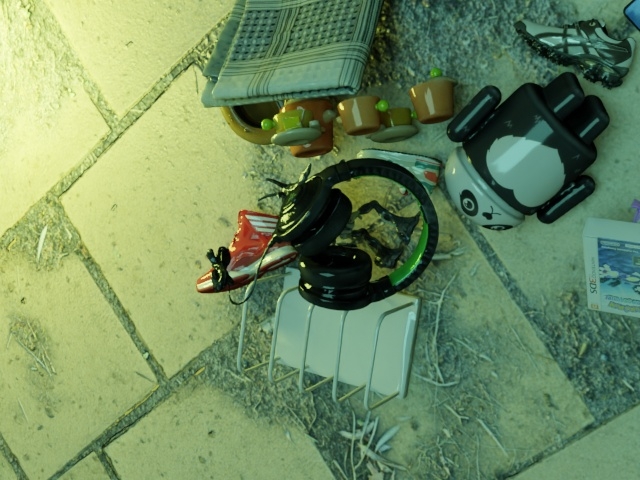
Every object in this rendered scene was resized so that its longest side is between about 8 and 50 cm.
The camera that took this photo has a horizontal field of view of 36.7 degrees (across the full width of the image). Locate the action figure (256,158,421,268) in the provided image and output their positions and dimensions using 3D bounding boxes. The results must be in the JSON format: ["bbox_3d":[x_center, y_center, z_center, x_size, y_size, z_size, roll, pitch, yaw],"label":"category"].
[{"bbox_3d":[0.031,-0.053,1.733,0.276,0.141,0.164,25,117,1],"label":"action figure"}]

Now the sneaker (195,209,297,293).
[{"bbox_3d":[-0.157,0.016,1.884,0.221,0.087,0.128,-23,76,15],"label":"sneaker"}]

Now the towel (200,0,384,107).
[{"bbox_3d":[-0.049,-0.370,1.695,0.324,0.056,0.312,-2,57,28],"label":"towel"}]

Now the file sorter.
[{"bbox_3d":[0.013,0.178,1.751,0.278,0.173,0.192,13,102,25],"label":"file sorter"}]

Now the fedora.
[{"bbox_3d":[-0.103,-0.280,1.814,0.194,0.079,0.194,7,106,24],"label":"fedora"}]

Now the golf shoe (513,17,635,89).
[{"bbox_3d":[0.411,-0.323,1.555,0.198,0.077,0.093,30,97,14],"label":"golf shoe"}]

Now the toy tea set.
[{"bbox_3d":[0.066,-0.236,1.660,0.336,0.200,0.124,-9,83,2],"label":"toy tea set"}]

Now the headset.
[{"bbox_3d":[0.000,0.000,1.636,0.394,0.185,0.243,-21,113,1],"label":"headset"}]

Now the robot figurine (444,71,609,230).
[{"bbox_3d":[0.329,-0.139,1.552,0.278,0.174,0.209,-43,68,24],"label":"robot figurine"}]

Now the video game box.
[{"bbox_3d":[0.513,0.052,1.489,0.205,0.048,0.187,9,144,27],"label":"video game box"}]

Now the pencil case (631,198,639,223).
[{"bbox_3d":[0.583,-0.006,1.483,0.206,0.086,0.088,9,134,25],"label":"pencil case"}]

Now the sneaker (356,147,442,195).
[{"bbox_3d":[0.135,-0.121,1.720,0.161,0.057,0.075,11,95,23],"label":"sneaker"}]

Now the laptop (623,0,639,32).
[{"bbox_3d":[0.682,-0.314,1.325,0.236,0.408,0.382,38,116,-18],"label":"laptop"}]
